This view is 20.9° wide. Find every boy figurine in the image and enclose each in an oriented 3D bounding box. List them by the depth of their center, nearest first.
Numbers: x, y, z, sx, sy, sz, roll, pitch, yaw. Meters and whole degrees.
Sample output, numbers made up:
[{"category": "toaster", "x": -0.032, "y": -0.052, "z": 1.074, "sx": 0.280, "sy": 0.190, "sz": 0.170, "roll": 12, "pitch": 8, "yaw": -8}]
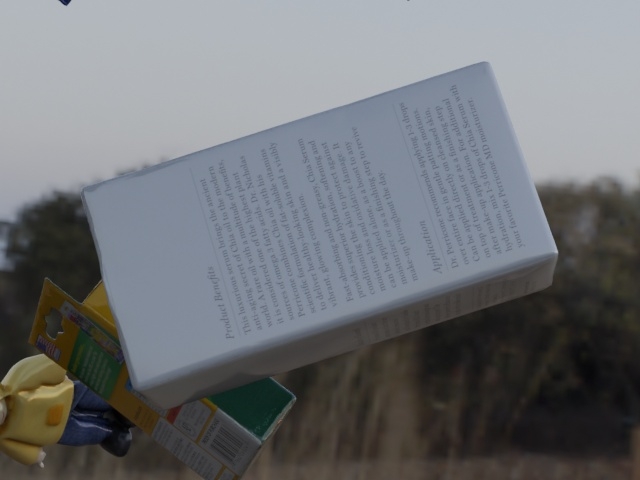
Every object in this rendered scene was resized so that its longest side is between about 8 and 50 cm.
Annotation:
[{"category": "boy figurine", "x": -0.371, "y": 0.222, "z": 2.306, "sx": 0.285, "sy": 0.177, "sz": 0.092, "roll": 13, "pitch": 18, "yaw": -48}]

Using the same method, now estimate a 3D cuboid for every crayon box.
[{"category": "crayon box", "x": -0.198, "y": 0.157, "z": 2.120, "sx": 0.323, "sy": 0.083, "sz": 0.203, "roll": 37, "pitch": -30, "yaw": 4}]

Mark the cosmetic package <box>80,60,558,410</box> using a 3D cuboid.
[{"category": "cosmetic package", "x": 0.000, "y": 0.000, "z": 1.841, "sx": 0.453, "sy": 0.230, "sz": 0.161, "roll": -17, "pitch": -15, "yaw": 0}]

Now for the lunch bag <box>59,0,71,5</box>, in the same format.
[{"category": "lunch bag", "x": -0.259, "y": -0.268, "z": 1.636, "sx": 0.067, "sy": 0.065, "sz": 0.098, "roll": 40, "pitch": -4, "yaw": 44}]
